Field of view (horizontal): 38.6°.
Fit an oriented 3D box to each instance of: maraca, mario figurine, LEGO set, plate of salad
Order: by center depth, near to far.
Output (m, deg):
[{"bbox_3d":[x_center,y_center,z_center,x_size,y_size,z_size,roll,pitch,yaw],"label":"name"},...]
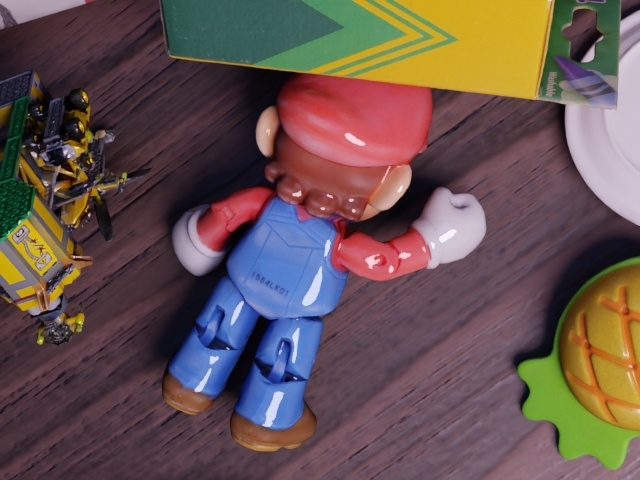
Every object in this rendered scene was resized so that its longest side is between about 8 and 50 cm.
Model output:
[{"bbox_3d":[0.228,0.091,0.678,0.127,0.099,0.185,49,121,17],"label":"maraca"},{"bbox_3d":[0.292,-0.095,0.706,0.200,0.048,0.200,-4,74,14],"label":"plate of salad"},{"bbox_3d":[-0.289,0.027,0.719,0.331,0.192,0.255,-24,44,3],"label":"LEGO set"},{"bbox_3d":[0.000,0.000,0.738,0.198,0.170,0.320,21,101,-23],"label":"mario figurine"}]

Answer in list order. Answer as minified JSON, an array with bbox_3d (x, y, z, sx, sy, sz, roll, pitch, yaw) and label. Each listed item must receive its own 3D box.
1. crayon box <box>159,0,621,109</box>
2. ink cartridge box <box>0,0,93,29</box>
[{"bbox_3d":[0.066,-0.203,0.686,0.323,0.083,0.203,9,42,11],"label":"crayon box"},{"bbox_3d":[-0.294,-0.275,0.797,0.218,0.092,0.158,-19,81,-2],"label":"ink cartridge box"}]
